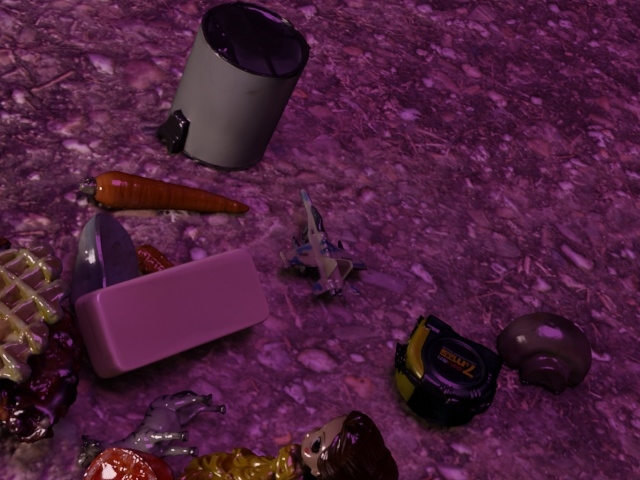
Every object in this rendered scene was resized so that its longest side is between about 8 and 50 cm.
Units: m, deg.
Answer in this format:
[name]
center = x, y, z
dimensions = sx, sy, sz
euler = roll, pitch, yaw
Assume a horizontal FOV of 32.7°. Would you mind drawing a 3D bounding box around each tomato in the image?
[tomato]
center = -0.266, 0.375, 1.598
dimensions = 0.159, 0.139, 0.091
euler = 9, -3, 37

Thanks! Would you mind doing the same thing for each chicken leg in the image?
[chicken leg]
center = -0.461, 0.155, 1.722
dimensions = 0.158, 0.096, 0.407
euler = 10, 39, -33

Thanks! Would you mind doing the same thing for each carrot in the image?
[carrot]
center = -0.289, -0.086, 2.051
dimensions = 0.336, 0.069, 0.069
euler = 6, 49, -25

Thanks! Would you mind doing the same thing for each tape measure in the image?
[tape measure]
center = 0.220, 0.244, 1.968
dimensions = 0.199, 0.112, 0.186
euler = 28, 37, 7

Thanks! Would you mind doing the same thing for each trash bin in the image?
[trash bin]
center = -0.167, -0.304, 2.162
dimensions = 0.277, 0.262, 0.217
euler = -21, 63, -38

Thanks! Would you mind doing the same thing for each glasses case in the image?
[glasses case]
center = -0.241, 0.116, 1.821
dimensions = 0.336, 0.076, 0.144
euler = -16, 88, -44

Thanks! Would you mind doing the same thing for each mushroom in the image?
[mushroom]
center = 0.444, 0.203, 2.123
dimensions = 0.188, 0.117, 0.141
euler = 15, 34, -7

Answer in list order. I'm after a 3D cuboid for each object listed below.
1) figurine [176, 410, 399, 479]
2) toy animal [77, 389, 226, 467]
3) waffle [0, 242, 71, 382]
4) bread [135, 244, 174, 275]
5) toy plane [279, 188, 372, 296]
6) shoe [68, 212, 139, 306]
[figurine]
center = -0.045, 0.336, 1.579
dimensions = 0.187, 0.315, 0.168
euler = -7, 68, -59
[toy animal]
center = -0.262, 0.294, 1.705
dimensions = 0.176, 0.073, 0.217
euler = 0, 22, 21
[waffle]
center = -0.528, 0.120, 1.645
dimensions = 0.309, 0.056, 0.292
euler = -11, 44, 16
[bread]
center = -0.271, 0.066, 1.933
dimensions = 0.157, 0.044, 0.052
euler = 41, 40, 12
[toy plane]
center = -0.004, 0.008, 2.097
dimensions = 0.192, 0.088, 0.262
euler = 6, 38, -29
[shoe]
center = -0.370, 0.082, 1.840
dimensions = 0.103, 0.100, 0.251
euler = 16, 59, -53
